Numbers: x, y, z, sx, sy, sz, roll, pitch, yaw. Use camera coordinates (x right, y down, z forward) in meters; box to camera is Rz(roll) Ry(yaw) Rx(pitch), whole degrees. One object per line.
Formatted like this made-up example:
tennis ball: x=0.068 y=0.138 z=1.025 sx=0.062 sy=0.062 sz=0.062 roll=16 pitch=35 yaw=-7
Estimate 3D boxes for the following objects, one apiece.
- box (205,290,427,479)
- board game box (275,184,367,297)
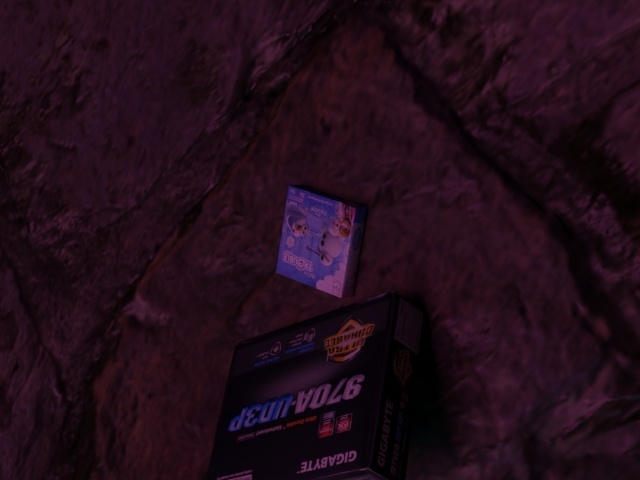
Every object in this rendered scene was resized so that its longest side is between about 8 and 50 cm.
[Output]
box: x=-0.007 y=0.156 z=1.247 sx=0.220 sy=0.051 sz=0.175 roll=-20 pitch=47 yaw=42
board game box: x=0.000 y=0.000 z=1.304 sx=0.090 sy=0.020 sz=0.090 roll=19 pitch=107 yaw=40
